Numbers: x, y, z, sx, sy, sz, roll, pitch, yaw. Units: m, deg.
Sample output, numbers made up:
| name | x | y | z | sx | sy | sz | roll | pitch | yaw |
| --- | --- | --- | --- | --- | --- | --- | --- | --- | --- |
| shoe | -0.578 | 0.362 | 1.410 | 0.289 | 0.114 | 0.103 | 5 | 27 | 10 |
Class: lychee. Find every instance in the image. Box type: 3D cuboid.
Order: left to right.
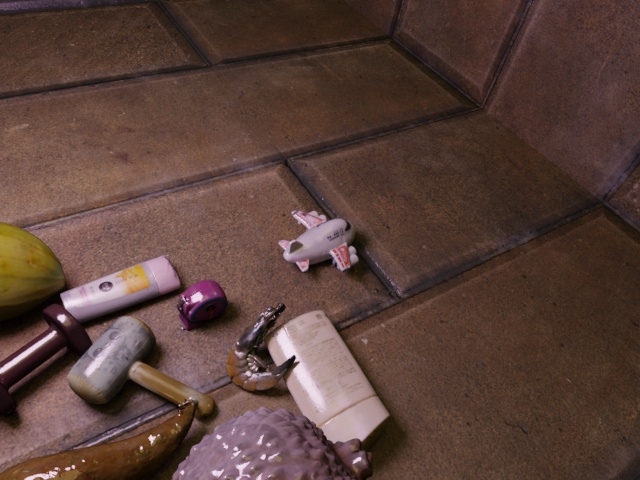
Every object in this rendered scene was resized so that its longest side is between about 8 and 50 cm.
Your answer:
| name | x | y | z | sx | sy | sz | roll | pitch | yaw |
| --- | --- | --- | --- | --- | --- | --- | --- | --- | --- |
| lychee | -0.091 | 0.480 | 0.778 | 0.432 | 0.380 | 0.380 | -34 | 61 | -13 |

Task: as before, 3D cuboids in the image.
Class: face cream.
| name | x | y | z | sx | sy | sz | roll | pitch | yaw |
| --- | --- | --- | --- | --- | --- | --- | --- | --- | --- |
| face cream | -0.501 | 0.123 | 1.202 | 0.270 | 0.073 | 0.107 | -21 | 63 | -28 |
| face cream | 0.018 | 0.331 | 1.106 | 0.174 | 0.081 | 0.348 | -24 | 57 | -19 |

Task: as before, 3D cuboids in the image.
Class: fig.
| name | x | y | z | sx | sy | sz | roll | pitch | yaw |
| --- | --- | --- | --- | --- | --- | --- | --- | --- | --- |
| fig | -0.744 | 0.079 | 1.104 | 0.271 | 0.239 | 0.239 | 17 | 40 | -36 |

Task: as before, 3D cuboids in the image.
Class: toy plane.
| name | x | y | z | sx | sy | sz | roll | pitch | yaw |
| --- | --- | --- | --- | --- | --- | --- | --- | --- | --- |
| toy plane | -0.001 | 0.003 | 1.379 | 0.253 | 0.118 | 0.252 | 8 | 47 | -8 |

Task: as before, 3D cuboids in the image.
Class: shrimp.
| name | x | y | z | sx | sy | sz | roll | pitch | yaw |
| --- | --- | --- | --- | --- | --- | --- | --- | --- | --- |
| shrimp | -0.126 | 0.254 | 1.117 | 0.150 | 0.051 | 0.217 | 30 | 83 | 26 |

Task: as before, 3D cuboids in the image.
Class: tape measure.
| name | x | y | z | sx | sy | sz | roll | pitch | yaw |
| --- | --- | --- | --- | --- | --- | --- | --- | --- | --- |
| tape measure | -0.298 | 0.157 | 1.182 | 0.125 | 0.118 | 0.074 | -21 | 57 | -31 |

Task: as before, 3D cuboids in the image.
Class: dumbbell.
| name | x | y | z | sx | sy | sz | roll | pitch | yaw |
| --- | --- | --- | --- | --- | --- | --- | --- | --- | --- |
| dumbbell | -0.623 | 0.250 | 1.018 | 0.124 | 0.140 | 0.225 | 10 | 39 | 39 |

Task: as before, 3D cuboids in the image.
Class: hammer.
| name | x | y | z | sx | sy | sz | roll | pitch | yaw |
| --- | --- | --- | --- | --- | --- | --- | --- | --- | --- |
| hammer | -0.374 | 0.309 | 1.052 | 0.306 | 0.113 | 0.201 | 29 | 52 | 3 |

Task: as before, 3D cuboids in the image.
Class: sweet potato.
| name | x | y | z | sx | sy | sz | roll | pitch | yaw |
| --- | --- | --- | --- | --- | --- | --- | --- | --- | --- |
| sweet potato | -0.430 | 0.438 | 0.898 | 0.423 | 0.130 | 0.130 | -15 | 53 | -27 |
